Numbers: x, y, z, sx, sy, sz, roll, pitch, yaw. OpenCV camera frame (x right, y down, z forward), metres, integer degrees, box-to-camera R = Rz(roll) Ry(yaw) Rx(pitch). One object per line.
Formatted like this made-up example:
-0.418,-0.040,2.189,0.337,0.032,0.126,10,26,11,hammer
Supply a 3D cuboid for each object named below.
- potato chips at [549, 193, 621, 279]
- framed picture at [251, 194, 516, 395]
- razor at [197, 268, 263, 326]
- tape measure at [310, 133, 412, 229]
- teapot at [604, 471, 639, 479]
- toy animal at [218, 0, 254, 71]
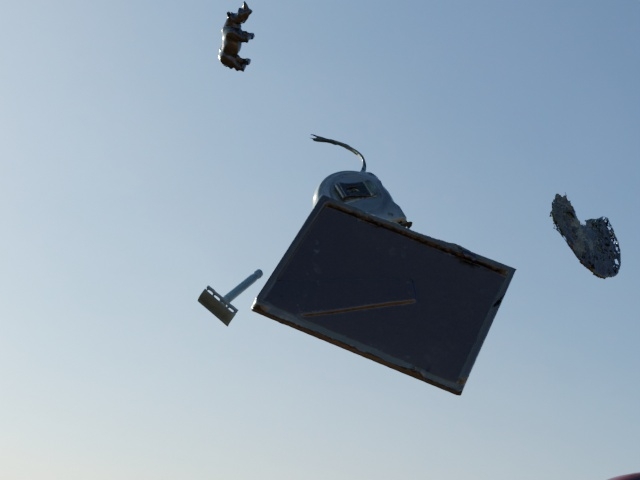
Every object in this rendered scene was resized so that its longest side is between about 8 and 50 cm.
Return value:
0.609,-0.013,2.302,0.220,0.202,0.029,30,-41,-22,potato chips
0.082,0.060,1.261,0.281,0.209,0.019,22,-36,16,framed picture
-0.219,0.129,2.666,0.106,0.232,0.068,40,-54,6,razor
0.030,-0.120,1.859,0.164,0.330,0.084,-10,-42,-29,tape measure
0.546,0.454,1.660,0.252,0.135,0.178,-5,-21,-4,teapot
-0.166,-0.408,2.006,0.065,0.136,0.047,15,19,9,toy animal
